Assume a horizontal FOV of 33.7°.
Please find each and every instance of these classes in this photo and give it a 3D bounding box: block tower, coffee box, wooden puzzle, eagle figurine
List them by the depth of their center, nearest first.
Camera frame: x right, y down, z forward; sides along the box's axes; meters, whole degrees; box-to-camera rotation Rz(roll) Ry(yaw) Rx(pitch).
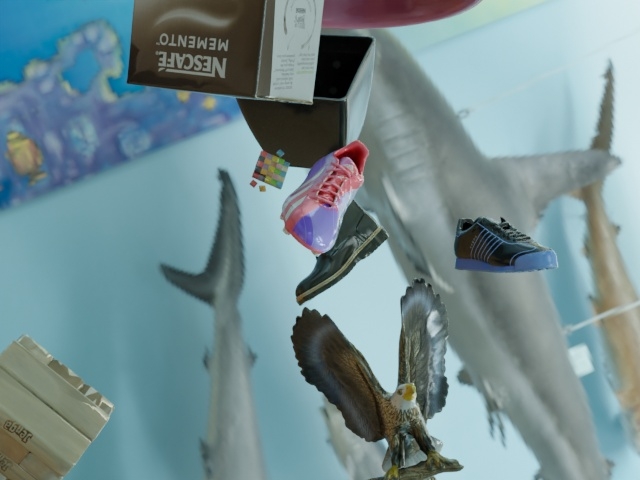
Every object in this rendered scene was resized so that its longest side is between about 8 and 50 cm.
[{"bbox_3d":[-0.282,0.211,0.811,0.097,0.335,0.091,41,29,-6],"label":"block tower"},{"bbox_3d":[-0.074,-0.249,0.915,0.098,0.141,0.246,-8,106,-61],"label":"coffee box"},{"bbox_3d":[0.110,0.231,1.625,0.225,0.226,0.298,-38,-119,39],"label":"eagle figurine"},{"bbox_3d":[-0.076,-0.108,1.628,0.006,0.049,0.083,132,-22,-59],"label":"wooden puzzle"}]

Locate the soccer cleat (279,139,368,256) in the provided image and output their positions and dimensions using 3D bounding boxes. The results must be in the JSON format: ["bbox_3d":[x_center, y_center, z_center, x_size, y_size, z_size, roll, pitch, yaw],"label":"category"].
[{"bbox_3d":[0.011,-0.062,1.390,0.083,0.095,0.248,38,23,-6],"label":"soccer cleat"}]

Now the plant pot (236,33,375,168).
[{"bbox_3d":[-0.015,-0.221,1.735,0.188,0.187,0.167,-67,156,-44],"label":"plant pot"}]

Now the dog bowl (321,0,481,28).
[{"bbox_3d":[0.019,-0.344,1.148,0.408,0.408,0.150,158,-64,-80],"label":"dog bowl"}]

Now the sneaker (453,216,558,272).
[{"bbox_3d":[0.295,0.005,1.725,0.232,0.081,0.090,1,-86,58],"label":"sneaker"}]

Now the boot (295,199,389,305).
[{"bbox_3d":[0.000,0.000,1.706,0.137,0.198,0.077,51,-32,-4],"label":"boot"}]
